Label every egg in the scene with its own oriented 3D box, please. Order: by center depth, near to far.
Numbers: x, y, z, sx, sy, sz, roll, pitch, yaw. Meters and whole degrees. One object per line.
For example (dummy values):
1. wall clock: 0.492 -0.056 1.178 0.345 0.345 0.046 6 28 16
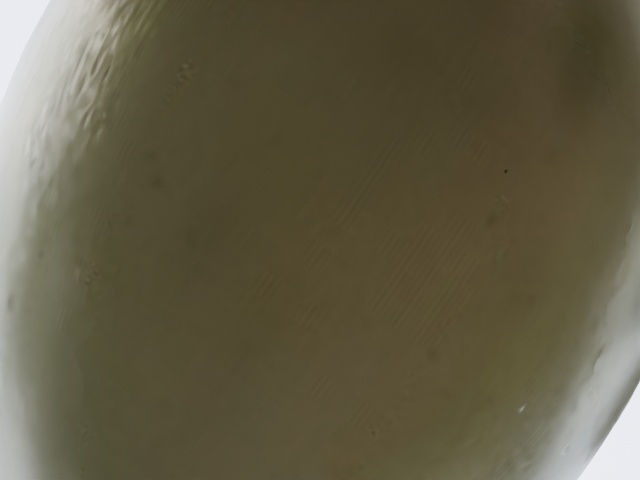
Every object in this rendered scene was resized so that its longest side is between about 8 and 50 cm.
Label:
1. egg: 0.000 0.000 0.504 0.189 0.188 0.253 26 -101 -1
